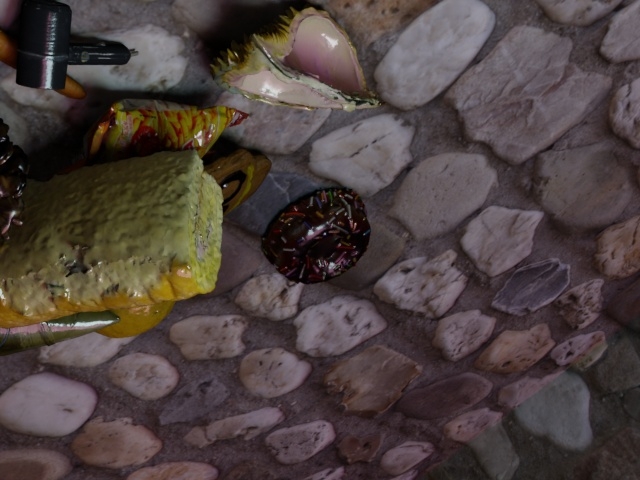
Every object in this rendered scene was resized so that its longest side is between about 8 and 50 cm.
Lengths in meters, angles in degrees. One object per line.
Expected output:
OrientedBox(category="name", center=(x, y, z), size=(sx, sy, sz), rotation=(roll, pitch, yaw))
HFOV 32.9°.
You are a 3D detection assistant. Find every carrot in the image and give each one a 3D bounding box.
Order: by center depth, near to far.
OrientedBox(category="carrot", center=(-0.434, -0.264, 1.600), size=(0.043, 0.043, 0.248), rotation=(-40, 145, 13))

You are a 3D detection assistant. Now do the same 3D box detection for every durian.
OrientedBox(category="durian", center=(-0.068, -0.277, 1.765), size=(0.196, 0.185, 0.305), rotation=(-24, 161, 39))

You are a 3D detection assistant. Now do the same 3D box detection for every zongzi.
OrientedBox(category="zongzi", center=(-0.509, 0.140, 1.878), size=(0.275, 0.125, 0.251), rotation=(3, 172, -25))

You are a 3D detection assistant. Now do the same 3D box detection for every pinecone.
OrientedBox(category="pinecone", center=(-0.536, -0.103, 1.548), size=(0.257, 0.243, 0.243), rotation=(14, 128, -22))

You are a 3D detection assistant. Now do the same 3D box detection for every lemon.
OrientedBox(category="lemon", center=(-0.357, 0.081, 1.937), size=(0.257, 0.188, 0.188), rotation=(-13, 158, 37))

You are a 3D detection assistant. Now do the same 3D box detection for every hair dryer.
OrientedBox(category="hair dryer", center=(-0.351, -0.287, 1.604), size=(0.219, 0.072, 0.124), rotation=(-8, 113, -52))

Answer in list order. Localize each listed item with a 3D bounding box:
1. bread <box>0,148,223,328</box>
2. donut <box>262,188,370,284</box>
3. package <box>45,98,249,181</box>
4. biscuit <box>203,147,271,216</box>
OrientedBox(category="bread", center=(-0.346, 0.006, 1.672), size=(0.376, 0.236, 0.165), rotation=(-8, 147, 17))
OrientedBox(category="donut", center=(0.000, 0.000, 2.191), size=(0.235, 0.089, 0.235), rotation=(-18, 143, -14))
OrientedBox(category="package", center=(-0.282, -0.158, 1.776), size=(0.288, 0.108, 0.223), rotation=(-5, 152, -43))
OrientedBox(category="biscuit", center=(-0.192, -0.076, 1.907), size=(0.290, 0.041, 0.208), rotation=(-29, 162, -44))
